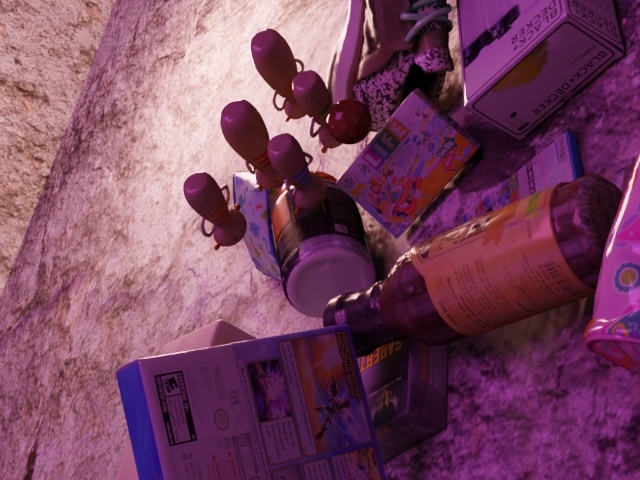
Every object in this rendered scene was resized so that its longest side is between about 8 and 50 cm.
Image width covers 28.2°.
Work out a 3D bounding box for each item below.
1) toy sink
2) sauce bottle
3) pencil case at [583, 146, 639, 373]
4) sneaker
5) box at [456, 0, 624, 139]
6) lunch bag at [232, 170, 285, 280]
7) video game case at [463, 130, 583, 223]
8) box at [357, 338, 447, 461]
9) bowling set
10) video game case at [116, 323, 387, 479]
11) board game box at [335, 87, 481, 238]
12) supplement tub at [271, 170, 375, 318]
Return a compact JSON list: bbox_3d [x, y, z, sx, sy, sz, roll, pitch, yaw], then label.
[{"bbox_3d":[-0.149,0.245,1.646,0.153,0.131,0.234,-27,38,51],"label":"toy sink"},{"bbox_3d":[0.145,0.040,1.260,0.344,0.111,0.111,-24,44,37],"label":"sauce bottle"},{"bbox_3d":[0.312,-0.023,1.056,0.124,0.124,0.284,-1,64,61],"label":"pencil case"},{"bbox_3d":[0.119,-0.279,1.540,0.182,0.158,0.410,48,147,42],"label":"sneaker"},{"bbox_3d":[0.243,-0.277,1.463,0.169,0.087,0.290,-41,34,38],"label":"box"},{"bbox_3d":[-0.059,-0.019,1.775,0.129,0.096,0.151,-159,66,-64],"label":"lunch bag"},{"bbox_3d":[0.216,-0.027,1.359,0.166,0.015,0.119,-41,34,37],"label":"video game case"},{"bbox_3d":[0.049,0.165,1.438,0.231,0.056,0.183,-37,35,42],"label":"box"},{"bbox_3d":[-0.023,-0.108,1.558,0.200,0.154,0.287,12,65,28],"label":"bowling set"},{"bbox_3d":[-0.052,0.231,1.233,0.061,0.244,0.269,-26,74,53],"label":"video game case"},{"bbox_3d":[0.104,-0.091,1.529,0.154,0.103,0.026,-50,-5,26],"label":"board game box"},{"bbox_3d":[0.000,0.000,1.616,0.117,0.117,0.190,-50,28,25],"label":"supplement tub"}]
